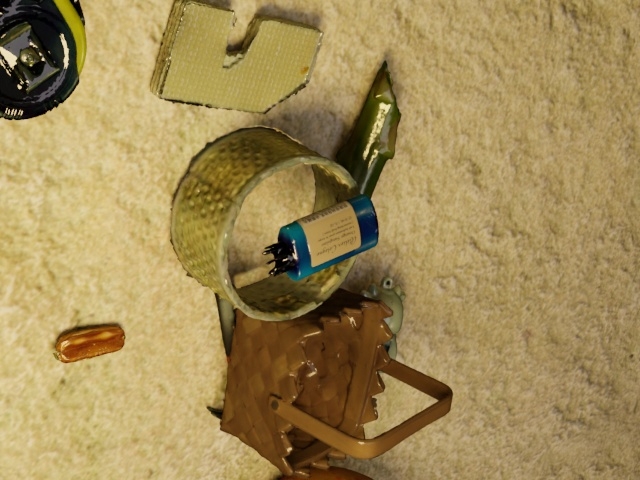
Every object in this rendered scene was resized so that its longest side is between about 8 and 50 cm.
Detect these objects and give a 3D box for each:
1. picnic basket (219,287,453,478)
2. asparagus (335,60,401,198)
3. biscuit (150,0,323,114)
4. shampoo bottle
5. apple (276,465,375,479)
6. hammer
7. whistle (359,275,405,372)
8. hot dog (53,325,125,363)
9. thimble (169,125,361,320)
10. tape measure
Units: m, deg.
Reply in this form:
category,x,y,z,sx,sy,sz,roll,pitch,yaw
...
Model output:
category,x,y,z,sx,sy,sz,roll,pitch,yaw
picnic basket,0.022,0.235,1.887,0.254,0.321,0.291,-18,123,-50
asparagus,0.064,-0.120,1.896,0.085,0.082,0.343,17,105,-18
biscuit,-0.117,-0.258,1.692,0.250,0.046,0.147,3,113,-38
shampoo bottle,0.000,0.000,1.714,0.183,0.050,0.087,-23,119,-28
apple,0.006,0.563,2.109,0.339,0.339,0.339,-19,126,-28
hammer,-0.144,0.185,1.951,0.111,0.033,0.287,-22,127,-27
whistle,0.085,0.179,2.076,0.102,0.106,0.253,11,104,-9
hot dog,-0.345,0.154,1.778,0.122,0.037,0.049,-8,109,-40
thimble,-0.074,-0.025,1.781,0.271,0.150,0.271,-16,119,-31
tape measure,-0.374,-0.243,1.463,0.199,0.112,0.186,-39,135,-10
